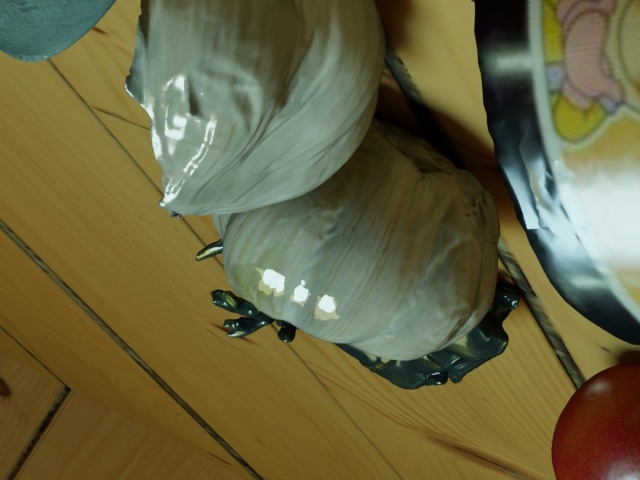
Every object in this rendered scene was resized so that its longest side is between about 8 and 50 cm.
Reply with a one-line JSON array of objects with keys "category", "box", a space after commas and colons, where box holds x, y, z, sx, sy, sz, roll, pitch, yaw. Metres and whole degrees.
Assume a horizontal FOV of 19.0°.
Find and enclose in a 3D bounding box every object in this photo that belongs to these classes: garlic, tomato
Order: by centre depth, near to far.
[{"category": "garlic", "box": [-0.030, -0.101, 1.189, 0.143, 0.178, 0.229, 2, 176, 7]}, {"category": "garlic", "box": [0.029, -0.011, 1.354, 0.228, 0.152, 0.228, 21, -163, -7]}, {"category": "tomato", "box": [0.277, 0.186, 1.525, 0.195, 0.136, 0.195, 29, 164, 9]}]

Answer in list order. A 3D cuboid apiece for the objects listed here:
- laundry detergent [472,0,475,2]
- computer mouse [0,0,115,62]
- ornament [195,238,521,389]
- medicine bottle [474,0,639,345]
[{"category": "laundry detergent", "box": [0.013, -0.194, 0.955, 0.222, 0.078, 0.144, 36, 161, -11]}, {"category": "computer mouse", "box": [-0.259, -0.216, 1.361, 0.203, 0.114, 0.374, 38, 165, -25]}, {"category": "ornament", "box": [0.019, 0.052, 1.576, 0.236, 0.080, 0.202, 23, 155, -18]}, {"category": "medicine bottle", "box": [0.256, -0.078, 0.575, 0.395, 0.242, 0.242, -5, 143, 43]}]
